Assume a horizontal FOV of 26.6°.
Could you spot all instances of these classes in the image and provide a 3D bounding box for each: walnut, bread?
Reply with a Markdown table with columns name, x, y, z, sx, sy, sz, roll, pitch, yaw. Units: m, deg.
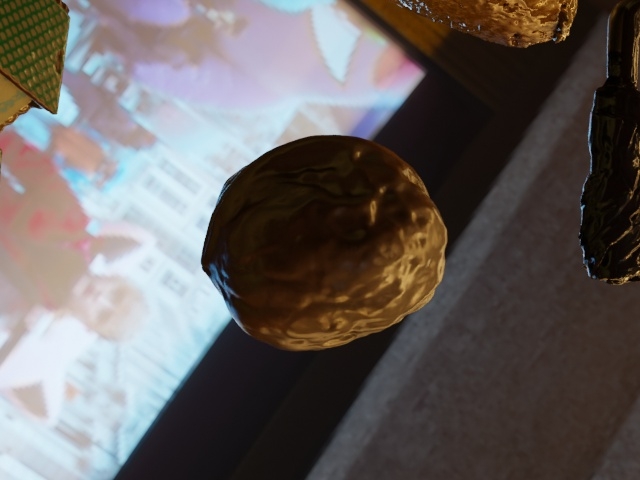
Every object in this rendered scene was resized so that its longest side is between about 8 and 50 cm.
| name | x | y | z | sx | sy | sz | roll | pitch | yaw |
| --- | --- | --- | --- | --- | --- | --- | --- | --- | --- |
| walnut | 0.000 | 0.002 | 1.487 | 0.227 | 0.273 | 0.273 | 95 | 16 | -51 |
| bread | 0.116 | -0.257 | 1.144 | 0.139 | 0.240 | 0.240 | -68 | -164 | 1 |

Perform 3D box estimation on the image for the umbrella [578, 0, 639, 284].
| name | x | y | z | sx | sy | sz | roll | pitch | yaw |
| --- | --- | --- | --- | --- | --- | --- | --- | --- | --- |
| umbrella | 0.254 | -0.086 | 1.168 | 0.071 | 0.071 | 0.248 | 172 | -83 | -69 |

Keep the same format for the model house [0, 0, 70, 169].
| name | x | y | z | sx | sy | sz | roll | pitch | yaw |
| --- | --- | --- | --- | --- | --- | --- | --- | --- | --- |
| model house | -0.289 | -0.133 | 0.941 | 0.206 | 0.178 | 0.271 | -35 | -122 | 3 |
